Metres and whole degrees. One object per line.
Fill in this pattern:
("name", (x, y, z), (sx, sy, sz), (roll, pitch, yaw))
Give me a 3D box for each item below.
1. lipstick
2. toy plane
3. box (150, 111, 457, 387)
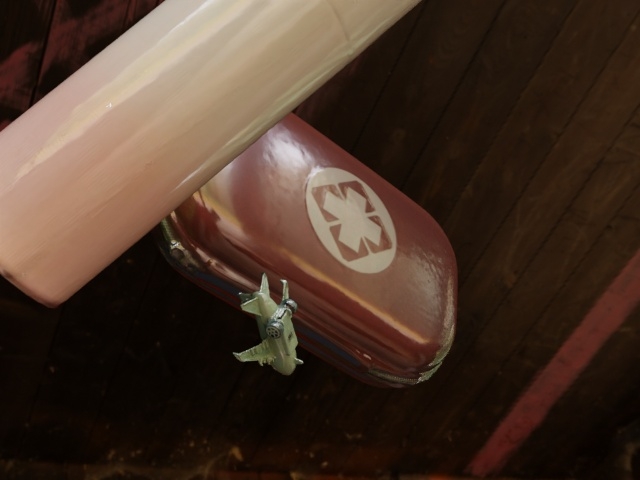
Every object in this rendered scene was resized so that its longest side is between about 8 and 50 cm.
("lipstick", (-0.043, -0.103, 0.382), (0.327, 0.087, 0.087), (-42, -50, -8))
("toy plane", (-0.032, 0.065, 0.503), (0.033, 0.080, 0.083), (-5, -57, 27))
("box", (0.000, 0.000, 0.803), (0.404, 0.263, 0.108), (33, -45, -24))
